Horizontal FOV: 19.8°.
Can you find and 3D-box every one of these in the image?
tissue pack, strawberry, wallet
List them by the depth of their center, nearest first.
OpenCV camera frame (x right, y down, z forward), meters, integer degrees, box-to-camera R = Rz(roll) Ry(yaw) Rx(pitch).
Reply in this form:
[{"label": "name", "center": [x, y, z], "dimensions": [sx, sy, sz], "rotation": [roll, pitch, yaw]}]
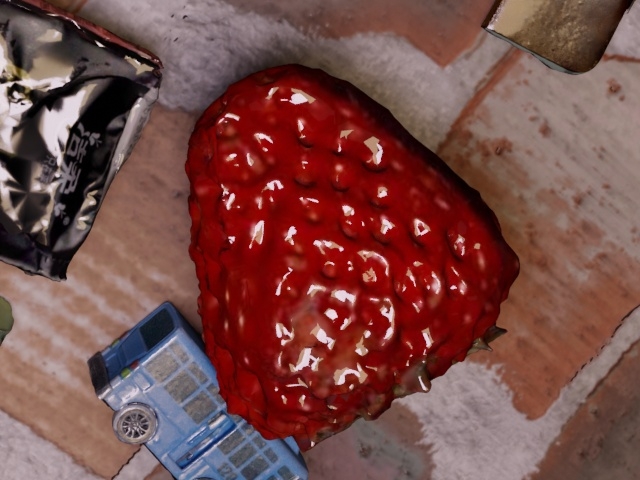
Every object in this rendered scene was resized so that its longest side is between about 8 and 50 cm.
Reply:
[{"label": "tissue pack", "center": [-0.335, -0.128, 1.716], "dimensions": [0.332, 0.123, 0.245], "rotation": [24, 103, -19]}, {"label": "strawberry", "center": [0.000, 0.000, 1.764], "dimensions": [0.317, 0.295, 0.345], "rotation": [-29, 95, 6]}, {"label": "wallet", "center": [0.278, -0.295, 1.851], "dimensions": [0.137, 0.031, 0.255], "rotation": [25, 101, -20]}]

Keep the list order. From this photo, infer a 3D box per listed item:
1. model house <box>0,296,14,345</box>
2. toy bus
[{"label": "model house", "center": [-0.359, 0.090, 1.819], "dimensions": [0.079, 0.066, 0.083], "rotation": [25, 118, -30]}, {"label": "toy bus", "center": [-0.119, 0.188, 1.868], "dimensions": [0.133, 0.116, 0.234], "rotation": [-40, 110, -1]}]
